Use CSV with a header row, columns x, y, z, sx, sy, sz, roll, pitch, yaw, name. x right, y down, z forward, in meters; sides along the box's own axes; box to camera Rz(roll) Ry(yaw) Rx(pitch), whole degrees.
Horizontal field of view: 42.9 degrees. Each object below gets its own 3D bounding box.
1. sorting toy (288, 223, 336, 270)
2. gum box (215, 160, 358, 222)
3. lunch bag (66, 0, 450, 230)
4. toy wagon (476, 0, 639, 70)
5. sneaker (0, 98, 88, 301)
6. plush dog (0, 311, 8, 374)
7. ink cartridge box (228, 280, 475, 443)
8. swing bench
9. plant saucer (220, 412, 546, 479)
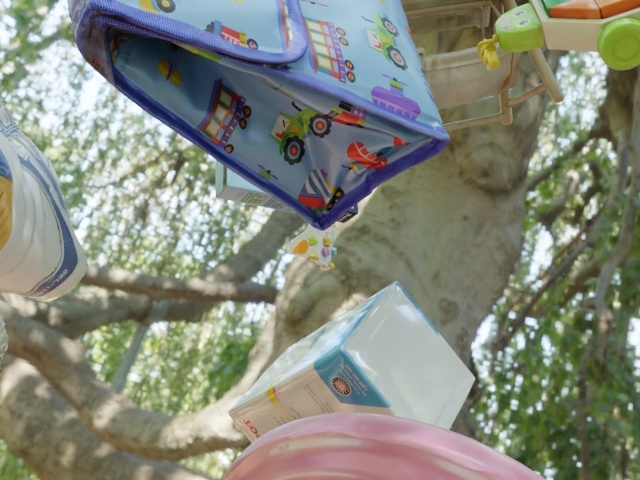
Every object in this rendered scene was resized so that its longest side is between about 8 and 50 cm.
x,y,z,sx,sy,sz,roll,pitch,yaw,name
0.000,0.000,1.265,0.045,0.075,0.083,3,-17,42,sorting toy
-0.042,-0.114,1.042,0.184,0.157,0.041,10,-25,-27,gum box
-0.072,-0.167,0.569,0.138,0.221,0.293,-34,-37,32,lunch bag
0.355,-0.294,0.984,0.344,0.267,0.068,-15,-57,14,toy wagon
-0.277,-0.063,0.638,0.296,0.112,0.131,57,4,35,sneaker
-0.498,0.129,0.989,0.225,0.262,0.210,-3,-48,-28,plush dog
0.045,0.234,1.220,0.270,0.197,0.198,-35,-84,39,ink cartridge box
0.208,-0.300,1.272,0.253,0.254,0.165,-14,-2,-23,swing bench
0.055,0.275,0.556,0.332,0.084,0.332,12,-59,21,plant saucer
